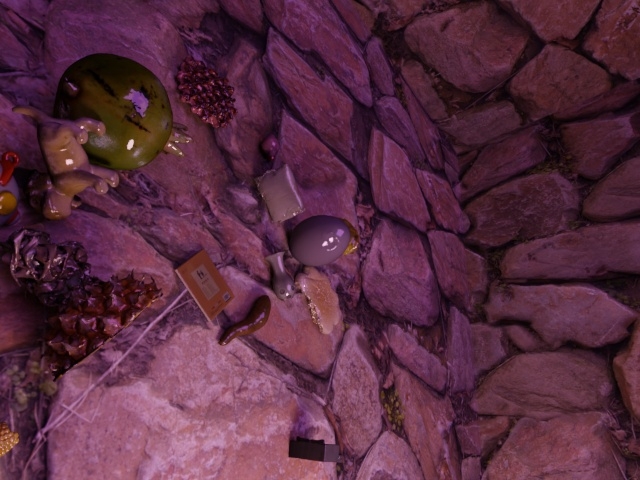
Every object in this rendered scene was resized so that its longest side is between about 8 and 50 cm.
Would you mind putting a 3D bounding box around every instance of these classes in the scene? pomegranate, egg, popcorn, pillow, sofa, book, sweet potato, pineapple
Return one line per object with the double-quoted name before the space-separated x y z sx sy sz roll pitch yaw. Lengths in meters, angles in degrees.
"pomegranate" -0.453 -0.287 1.040 0.340 0.260 0.261 10 66 -54
"egg" 0.000 0.000 1.507 0.176 0.231 0.176 19 65 -47
"popcorn" 0.075 -0.014 1.689 0.173 0.142 0.174 37 43 -44
"pillow" -0.135 -0.156 1.493 0.182 0.134 0.078 69 23 -3
"sofa" -0.014 0.606 1.269 0.085 0.147 0.060 29 56 -40
"book" -0.316 0.121 1.211 0.172 0.012 0.118 61 36 -14
"sweet potato" -0.201 0.237 1.277 0.069 0.059 0.249 45 41 0
"pineapple" -0.489 0.083 0.848 0.272 0.262 0.262 51 38 -7

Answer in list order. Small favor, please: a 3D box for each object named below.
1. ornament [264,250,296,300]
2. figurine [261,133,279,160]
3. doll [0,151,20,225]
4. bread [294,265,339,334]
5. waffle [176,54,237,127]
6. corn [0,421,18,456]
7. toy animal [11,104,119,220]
"ornament" -0.128 0.119 1.419 0.074 0.081 0.156 -16 83 -21
"figurine" -0.180 -0.337 1.569 0.066 0.071 0.083 -1 60 -10
"doll" -0.641 -0.040 0.769 0.200 0.105 0.337 66 30 -44
"bread" 0.003 0.202 1.581 0.182 0.038 0.251 -38 105 -53
"waffle" -0.363 -0.469 1.402 0.221 0.055 0.234 25 50 -43
"corn" -0.592 0.356 0.681 0.206 0.067 0.068 -23 93 -55
"toy animal" -0.512 -0.145 0.884 0.168 0.233 0.121 7 30 -9
